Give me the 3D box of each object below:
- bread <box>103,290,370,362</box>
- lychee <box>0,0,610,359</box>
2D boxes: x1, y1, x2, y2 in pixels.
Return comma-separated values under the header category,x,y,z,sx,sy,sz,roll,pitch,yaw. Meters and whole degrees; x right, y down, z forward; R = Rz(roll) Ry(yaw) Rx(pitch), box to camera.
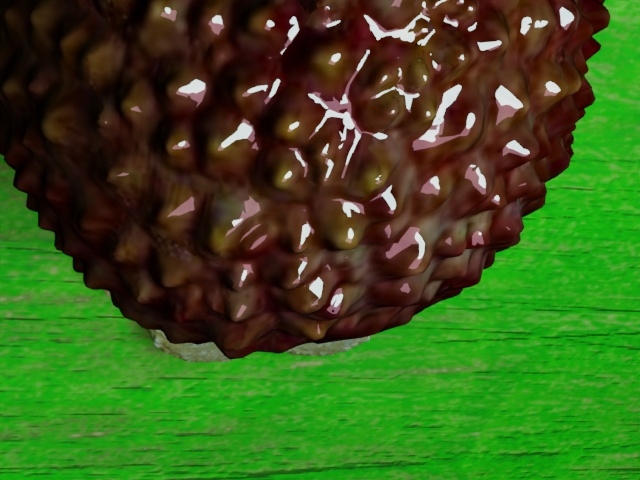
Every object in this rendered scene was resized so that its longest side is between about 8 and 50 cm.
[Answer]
category,x,y,z,sx,sy,sz,roll,pitch,yaw
bread,0.000,0.000,1.255,0.286,0.056,0.207,-22,137,-6
lychee,-0.014,-0.095,0.938,0.306,0.306,0.330,6,145,-34
